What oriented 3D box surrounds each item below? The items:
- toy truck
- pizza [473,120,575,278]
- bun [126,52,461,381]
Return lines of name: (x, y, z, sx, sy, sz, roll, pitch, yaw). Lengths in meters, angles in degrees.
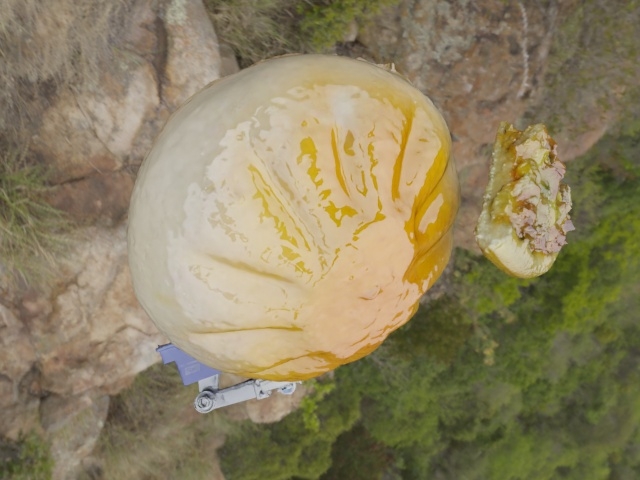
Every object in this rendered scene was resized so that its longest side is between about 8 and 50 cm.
toy truck: (-0.097, 0.127, 0.949, 0.213, 0.161, 0.176, -19, 86, 5)
pizza: (0.175, -0.034, 0.600, 0.175, 0.046, 0.134, -27, 109, -55)
bun: (0.000, 0.000, 0.589, 0.299, 0.165, 0.298, -20, 133, -23)
